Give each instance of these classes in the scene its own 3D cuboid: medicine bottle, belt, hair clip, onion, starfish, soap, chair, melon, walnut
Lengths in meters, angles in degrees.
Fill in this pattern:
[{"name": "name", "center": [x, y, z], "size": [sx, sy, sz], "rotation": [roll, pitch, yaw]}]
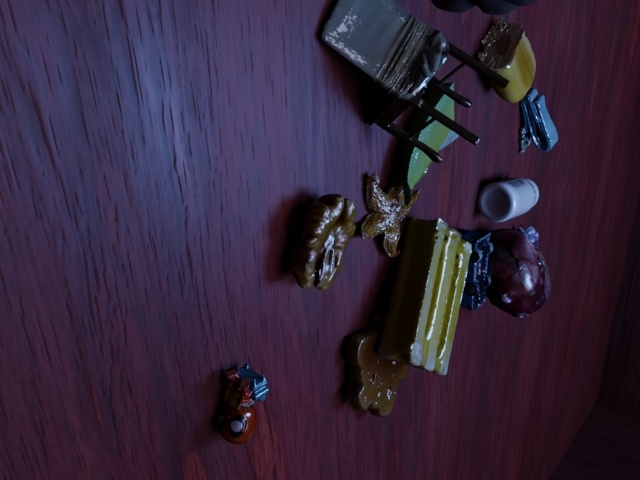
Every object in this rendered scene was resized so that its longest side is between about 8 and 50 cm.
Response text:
[{"name": "medicine bottle", "center": [0.494, -0.110, 1.827], "size": [0.187, 0.103, 0.102], "rotation": [-17, 120, -51]}, {"name": "belt", "center": [0.566, -0.320, 1.868], "size": [0.065, 0.100, 0.179], "rotation": [-46, 124, -31]}, {"name": "hair clip", "center": [0.602, 0.013, 2.107], "size": [0.195, 0.052, 0.124], "rotation": [13, 100, -50]}, {"name": "onion", "center": [0.484, 0.093, 1.839], "size": [0.252, 0.219, 0.252], "rotation": [41, 30, -30]}, {"name": "starfish", "center": [0.142, -0.054, 1.409], "size": [0.227, 0.043, 0.240], "rotation": [-47, 143, -30]}, {"name": "soap", "center": [0.233, 0.123, 1.532], "size": [0.199, 0.091, 0.314], "rotation": [27, 74, -52]}, {"name": "chair", "center": [0.138, -0.289, 1.211], "size": [0.160, 0.319, 0.186], "rotation": [-61, -170, -12]}, {"name": "melon", "center": [0.211, -0.190, 1.411], "size": [0.114, 0.053, 0.261], "rotation": [41, 69, -51]}, {"name": "walnut", "center": [0.000, 0.000, 1.205], "size": [0.143, 0.069, 0.170], "rotation": [16, 94, -58]}]

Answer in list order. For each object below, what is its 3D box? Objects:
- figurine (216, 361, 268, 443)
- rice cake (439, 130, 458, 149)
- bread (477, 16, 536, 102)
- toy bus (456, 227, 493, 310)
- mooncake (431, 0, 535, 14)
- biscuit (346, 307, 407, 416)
[{"name": "figurine", "center": [-0.132, 0.275, 1.160], "size": [0.075, 0.068, 0.140], "rotation": [-21, 129, -53]}, {"name": "rice cake", "center": [0.247, -0.209, 1.490], "size": [0.171, 0.029, 0.033], "rotation": [-32, 127, -43]}, {"name": "bread", "center": [0.426, -0.404, 1.599], "size": [0.173, 0.085, 0.134], "rotation": [44, 66, -53]}, {"name": "toy bus", "center": [0.357, 0.070, 1.718], "size": [0.090, 0.106, 0.184], "rotation": [-24, 120, -52]}, {"name": "mooncake", "center": [0.226, -0.467, 1.091], "size": [0.306, 0.306, 0.154], "rotation": [17, 93, -57]}, {"name": "biscuit", "center": [0.147, 0.248, 1.561], "size": [0.301, 0.043, 0.278], "rotation": [-49, 137, -34]}]
